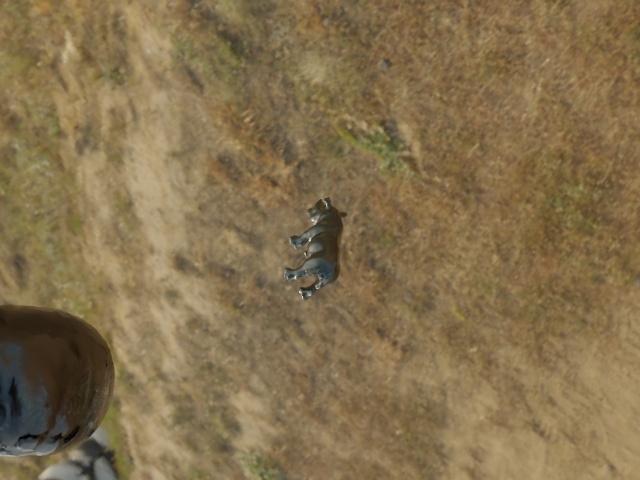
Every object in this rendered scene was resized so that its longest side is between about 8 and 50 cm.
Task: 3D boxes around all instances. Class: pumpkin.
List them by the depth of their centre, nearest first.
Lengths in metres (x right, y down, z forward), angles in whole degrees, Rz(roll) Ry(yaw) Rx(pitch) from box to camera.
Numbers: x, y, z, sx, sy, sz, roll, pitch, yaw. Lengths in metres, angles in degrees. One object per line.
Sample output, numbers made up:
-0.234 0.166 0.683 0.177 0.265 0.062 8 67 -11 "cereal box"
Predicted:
-0.350 0.155 0.974 0.233 0.163 0.233 3 167 1 "pumpkin"

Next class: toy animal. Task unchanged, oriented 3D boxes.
0.000 0.000 0.998 0.065 0.135 0.047 -33 122 31 "toy animal"
